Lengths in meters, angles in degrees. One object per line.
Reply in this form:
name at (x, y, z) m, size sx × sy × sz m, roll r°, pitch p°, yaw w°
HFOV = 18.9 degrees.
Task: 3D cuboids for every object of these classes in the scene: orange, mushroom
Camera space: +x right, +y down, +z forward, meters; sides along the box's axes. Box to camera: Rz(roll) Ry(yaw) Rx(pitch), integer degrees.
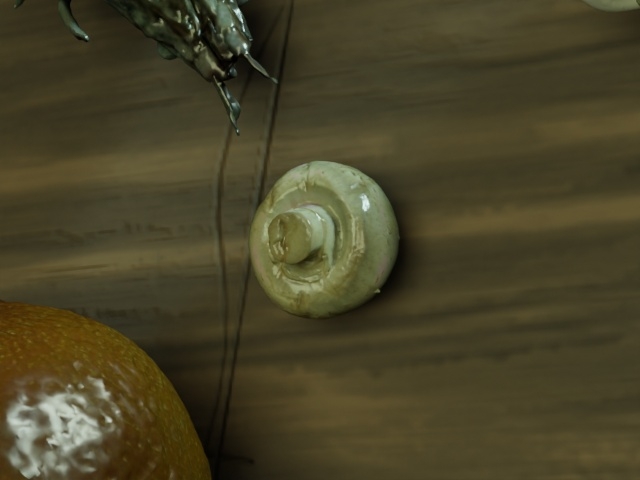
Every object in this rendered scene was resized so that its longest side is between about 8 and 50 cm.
orange at (-0.180, 0.160, 0.974) m, size 0.264 × 0.264 × 0.264 m, roll -4°, pitch 81°, yaw 25°
mushroom at (0.000, 0.000, 1.007) m, size 0.083 × 0.067 × 0.084 m, roll 0°, pitch 90°, yaw 25°

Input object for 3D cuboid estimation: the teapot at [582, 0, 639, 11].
teapot at (0.223, -0.185, 0.896) m, size 0.245 × 0.116 × 0.159 m, roll -41°, pitch 57°, yaw 14°

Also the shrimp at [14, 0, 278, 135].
shrimp at (-0.144, -0.241, 1.068) m, size 0.221 × 0.166 × 0.410 m, roll -39°, pitch 57°, yaw 18°

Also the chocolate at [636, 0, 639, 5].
chocolate at (0.296, -0.168, 0.760) m, size 0.137 × 0.300 × 0.289 m, roll 31°, pitch 104°, yaw 58°
